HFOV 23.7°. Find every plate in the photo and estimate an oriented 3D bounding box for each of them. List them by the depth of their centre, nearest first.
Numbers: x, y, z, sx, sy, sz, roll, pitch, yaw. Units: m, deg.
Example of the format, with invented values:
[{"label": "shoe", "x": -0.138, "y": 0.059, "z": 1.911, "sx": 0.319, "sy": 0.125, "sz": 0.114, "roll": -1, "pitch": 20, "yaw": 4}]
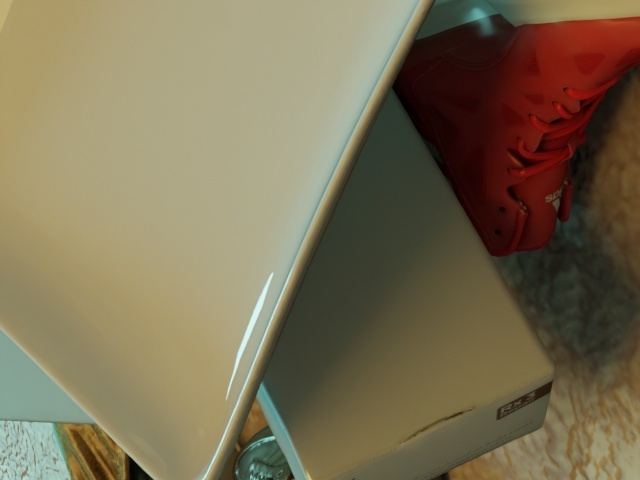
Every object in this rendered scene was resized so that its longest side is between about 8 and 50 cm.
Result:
[{"label": "plate", "x": -0.074, "y": -0.079, "z": 0.642, "sx": 0.278, "sy": 0.045, "sz": 0.277, "roll": 36, "pitch": 110, "yaw": 35}]

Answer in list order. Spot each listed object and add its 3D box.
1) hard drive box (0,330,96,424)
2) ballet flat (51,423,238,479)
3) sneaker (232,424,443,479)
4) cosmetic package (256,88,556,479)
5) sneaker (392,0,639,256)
[{"label": "hard drive box", "x": -0.097, "y": 0.032, "z": 0.860, "sx": 0.232, "sy": 0.181, "sz": 0.089, "roll": -8, "pitch": 100, "yaw": 55}, {"label": "ballet flat", "x": -0.083, "y": 0.221, "z": 1.016, "sx": 0.124, "sy": 0.116, "sz": 0.342, "roll": -13, "pitch": 92, "yaw": 36}, {"label": "sneaker", "x": -0.012, "y": 0.142, "z": 0.891, "sx": 0.188, "sy": 0.071, "sz": 0.066, "roll": -13, "pitch": 95, "yaw": 54}, {"label": "cosmetic package", "x": 0.000, "y": 0.000, "z": 0.692, "sx": 0.085, "sy": 0.117, "sz": 0.231, "roll": 83, "pitch": 162, "yaw": -66}, {"label": "sneaker", "x": 0.108, "y": -0.060, "z": 0.644, "sx": 0.221, "sy": 0.087, "sz": 0.128, "roll": 11, "pitch": 124, "yaw": 64}]
